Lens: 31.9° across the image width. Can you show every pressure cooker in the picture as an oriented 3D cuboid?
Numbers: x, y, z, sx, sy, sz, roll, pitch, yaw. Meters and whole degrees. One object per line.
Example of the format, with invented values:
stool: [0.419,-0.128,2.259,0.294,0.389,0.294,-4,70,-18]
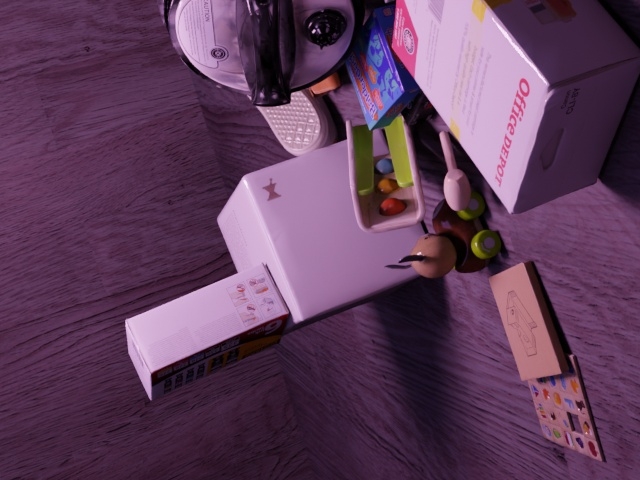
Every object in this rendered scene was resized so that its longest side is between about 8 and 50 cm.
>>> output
pressure cooker: [-0.102,-0.472,2.018,0.369,0.375,0.421,31,-141,-36]

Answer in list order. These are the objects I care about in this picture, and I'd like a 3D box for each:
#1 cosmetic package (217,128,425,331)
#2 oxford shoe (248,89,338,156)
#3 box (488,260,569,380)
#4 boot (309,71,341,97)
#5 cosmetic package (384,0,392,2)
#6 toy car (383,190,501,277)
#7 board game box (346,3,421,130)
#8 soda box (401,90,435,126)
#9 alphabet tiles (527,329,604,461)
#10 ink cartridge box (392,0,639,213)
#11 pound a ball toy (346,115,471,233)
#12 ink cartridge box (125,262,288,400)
cosmetic package: [0.000,0.000,2.466,0.393,0.329,0.328,137,112,-73]
oxford shoe: [-0.088,-0.366,2.669,0.130,0.169,0.449,28,-150,-58]
box: [0.367,0.146,1.994,0.164,0.021,0.201,140,113,-71]
boot: [-0.017,-0.427,2.410,0.283,0.109,0.220,160,92,-75]
cosmetic package: [0.131,-0.598,1.786,0.284,0.097,0.377,64,162,11]
toy car: [0.209,0.008,2.064,0.149,0.188,0.155,68,163,7]
board game box: [0.112,-0.310,2.036,0.210,0.047,0.160,134,118,-71]
soda box: [0.189,-0.275,2.040,0.169,0.053,0.060,116,132,-67]
alphabet tiles: [0.422,0.265,2.007,0.198,0.009,0.237,-171,63,-71]
ink cartridge box: [0.266,-0.273,1.613,0.279,0.160,0.385,94,152,-54]
pound a ball toy: [0.162,-0.121,2.091,0.319,0.208,0.136,-93,-10,-58]
ink cartridge box: [-0.241,0.204,2.359,0.130,0.309,0.272,62,163,17]
